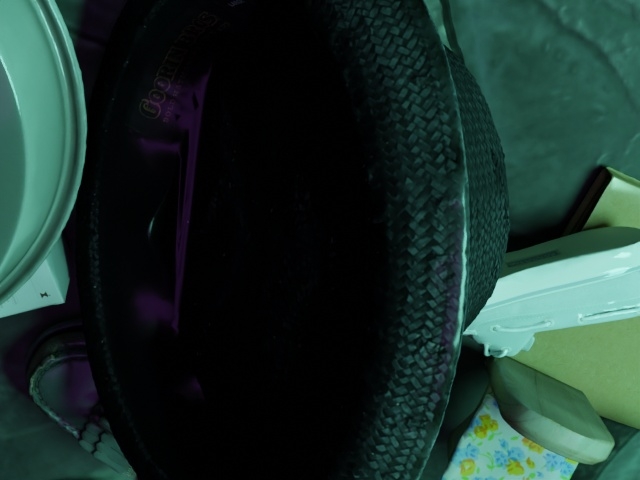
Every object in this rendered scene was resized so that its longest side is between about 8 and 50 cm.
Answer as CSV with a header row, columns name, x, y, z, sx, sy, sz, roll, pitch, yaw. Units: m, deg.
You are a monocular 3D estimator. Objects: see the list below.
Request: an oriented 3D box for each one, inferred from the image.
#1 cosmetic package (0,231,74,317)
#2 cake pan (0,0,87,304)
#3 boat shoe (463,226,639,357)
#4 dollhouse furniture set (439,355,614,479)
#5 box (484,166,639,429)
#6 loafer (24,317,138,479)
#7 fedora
name,x,y,z,sx,sy,sz,roll,pitch,yaw
cosmetic package,-0.220,-0.068,0.556,0.099,0.060,0.239,-13,116,3
cake pan,-0.264,-0.056,0.495,0.293,0.054,0.293,-2,117,-3
boat shoe,0.121,0.042,0.655,0.184,0.066,0.063,-16,104,2
dollhouse furniture set,0.194,0.326,0.582,0.394,0.256,0.362,26,98,3
box,0.238,0.056,0.716,0.201,0.021,0.164,20,110,-18
loafer,-0.062,0.131,0.665,0.268,0.084,0.096,26,109,-20
fedora,0.000,0.000,0.547,0.153,0.334,0.333,-6,120,-40
